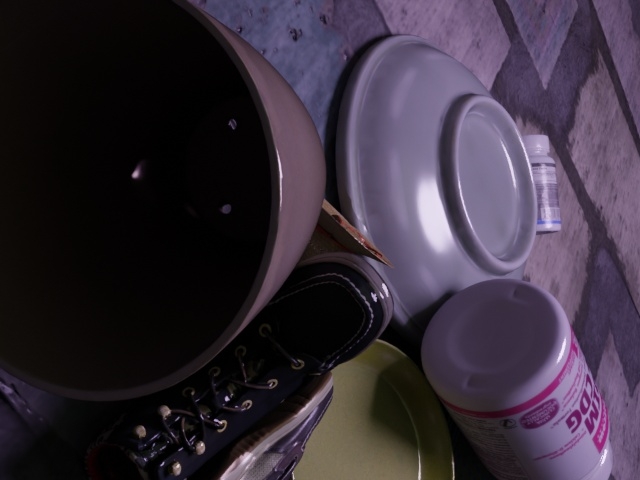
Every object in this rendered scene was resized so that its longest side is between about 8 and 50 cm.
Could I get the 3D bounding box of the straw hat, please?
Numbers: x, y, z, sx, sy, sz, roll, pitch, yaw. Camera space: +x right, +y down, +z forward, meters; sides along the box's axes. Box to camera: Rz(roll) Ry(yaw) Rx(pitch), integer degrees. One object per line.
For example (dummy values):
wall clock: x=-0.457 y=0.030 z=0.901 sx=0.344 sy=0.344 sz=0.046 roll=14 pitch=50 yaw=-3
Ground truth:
straw hat: x=0.000 y=0.000 z=0.925 sx=0.061 sy=0.144 sz=0.144 roll=-47 pitch=135 yaw=6

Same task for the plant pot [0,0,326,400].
plant pot: x=-0.098 y=-0.046 z=0.679 sx=0.274 sy=0.257 sz=0.256 roll=-20 pitch=100 yaw=-69

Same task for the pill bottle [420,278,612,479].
pill bottle: x=0.235 y=0.185 z=1.067 sx=0.283 sy=0.160 sz=0.160 roll=55 pitch=44 yaw=-42

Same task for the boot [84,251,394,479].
boot: x=-0.062 y=0.109 z=0.694 sx=0.085 sy=0.236 sz=0.178 roll=52 pitch=46 yaw=-5

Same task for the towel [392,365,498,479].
towel: x=0.166 y=0.361 z=1.115 sx=0.370 sy=0.040 sz=0.271 roll=57 pitch=42 yaw=-28

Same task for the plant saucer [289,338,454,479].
plant saucer: x=0.046 y=0.218 z=0.946 sx=0.241 sy=0.037 sz=0.240 roll=19 pitch=62 yaw=-40

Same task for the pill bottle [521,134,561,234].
pill bottle: x=0.296 y=-0.077 z=1.334 sx=0.078 sy=0.078 sz=0.137 roll=3 pitch=81 yaw=-54

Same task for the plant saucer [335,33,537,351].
plant saucer: x=0.172 y=-0.061 z=1.130 sx=0.400 sy=0.101 sz=0.400 roll=16 pitch=69 yaw=-50

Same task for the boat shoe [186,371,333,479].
boat shoe: x=-0.061 y=0.190 z=0.805 sx=0.223 sy=0.080 sz=0.073 roll=-40 pitch=122 yaw=-43
